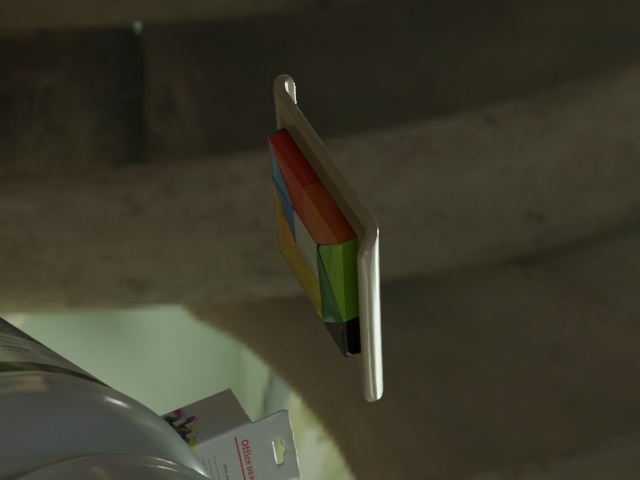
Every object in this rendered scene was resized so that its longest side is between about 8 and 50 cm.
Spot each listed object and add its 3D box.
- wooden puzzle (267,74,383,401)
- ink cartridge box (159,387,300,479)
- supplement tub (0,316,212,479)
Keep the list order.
[{"bbox_3d":[0.000,0.000,1.608,0.221,0.044,0.239,86,-17,-47],"label":"wooden puzzle"},{"bbox_3d":[-0.118,0.218,1.741,0.061,0.181,0.104,-128,-157,-49],"label":"ink cartridge box"},{"bbox_3d":[-0.153,0.119,0.660,0.272,0.191,0.191,24,-64,48],"label":"supplement tub"}]
